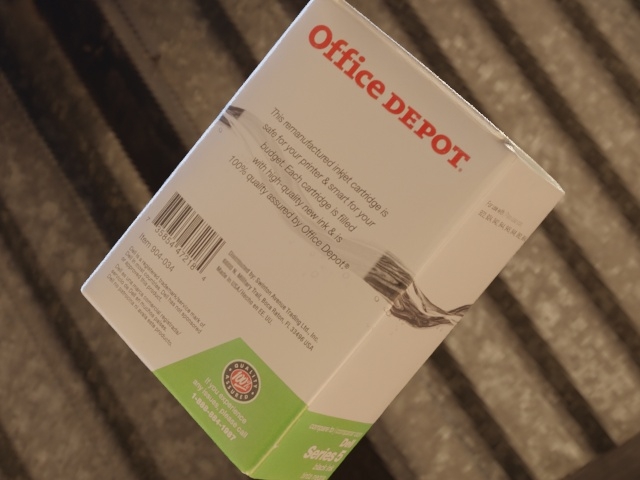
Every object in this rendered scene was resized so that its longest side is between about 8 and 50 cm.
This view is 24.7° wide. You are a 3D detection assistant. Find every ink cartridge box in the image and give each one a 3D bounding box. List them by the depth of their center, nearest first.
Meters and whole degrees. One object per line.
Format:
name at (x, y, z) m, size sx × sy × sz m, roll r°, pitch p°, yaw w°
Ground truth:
ink cartridge box at (0.000, 0.000, 0.998) m, size 0.198 × 0.273 × 0.115 m, roll 44°, pitch -171°, yaw 29°
